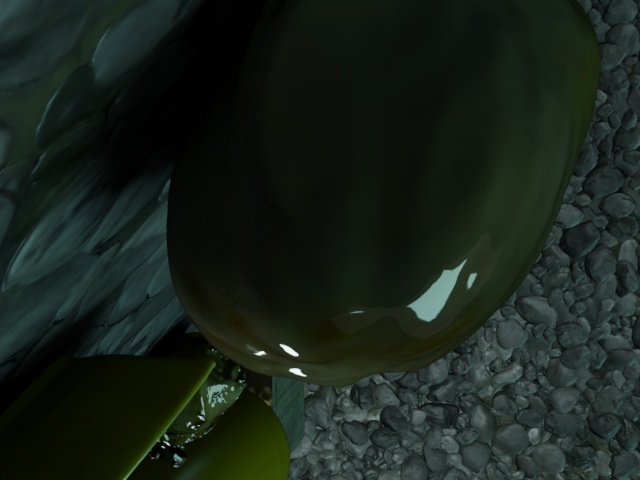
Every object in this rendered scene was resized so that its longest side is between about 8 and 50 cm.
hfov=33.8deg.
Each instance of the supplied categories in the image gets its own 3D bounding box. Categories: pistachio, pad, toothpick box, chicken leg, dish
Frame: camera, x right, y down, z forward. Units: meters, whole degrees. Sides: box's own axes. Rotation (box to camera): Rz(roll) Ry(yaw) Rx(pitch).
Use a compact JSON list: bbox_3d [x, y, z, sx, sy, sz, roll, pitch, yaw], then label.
[{"bbox_3d":[0.029,-0.052,0.486,0.166,0.197,0.288,-4,-144,28],"label":"pistachio"},{"bbox_3d":[-0.042,0.183,1.500,0.159,0.009,0.265,-39,130,-72],"label":"pad"},{"bbox_3d":[-0.162,0.285,1.192,0.175,0.175,0.271,-52,172,27],"label":"toothpick box"},{"bbox_3d":[-0.123,0.147,0.972,0.103,0.088,0.228,-62,179,-29],"label":"chicken leg"},{"bbox_3d":[-0.150,0.125,0.579,0.208,0.080,0.149,-50,179,-21],"label":"dish"}]

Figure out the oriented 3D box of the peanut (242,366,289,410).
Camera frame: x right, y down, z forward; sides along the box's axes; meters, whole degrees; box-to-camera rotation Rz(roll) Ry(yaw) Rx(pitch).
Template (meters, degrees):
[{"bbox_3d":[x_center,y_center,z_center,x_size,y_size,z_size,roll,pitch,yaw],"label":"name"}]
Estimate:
[{"bbox_3d":[-0.125,0.264,1.591,0.325,0.140,0.153,118,-3,-52],"label":"peanut"}]
